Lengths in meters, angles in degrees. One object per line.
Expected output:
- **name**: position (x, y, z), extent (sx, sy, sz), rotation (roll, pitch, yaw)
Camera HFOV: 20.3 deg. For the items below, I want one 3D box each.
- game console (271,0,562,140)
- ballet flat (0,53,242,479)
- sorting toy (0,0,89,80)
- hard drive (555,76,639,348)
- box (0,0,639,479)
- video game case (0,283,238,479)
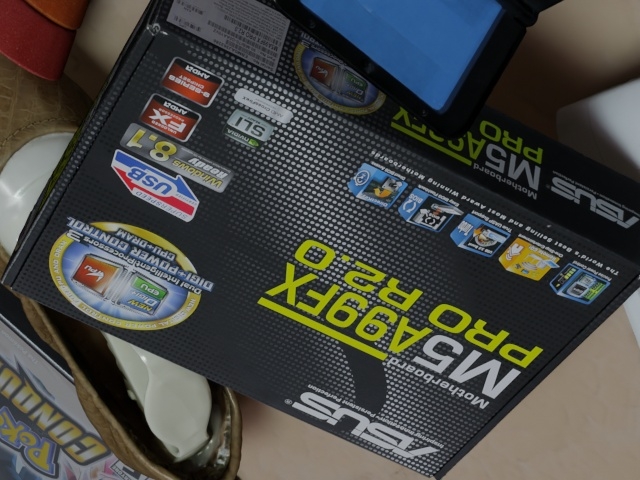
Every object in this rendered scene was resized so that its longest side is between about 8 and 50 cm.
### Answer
- **game console**: position (0.060, -0.114, 0.750), extent (0.107, 0.071, 0.122), rotation (-23, 134, 40)
- **ballet flat**: position (-0.129, 0.029, 1.063), extent (0.124, 0.116, 0.342), rotation (38, 155, 54)
- **sorting toy**: position (-0.060, -0.090, 1.012), extent (0.365, 0.127, 0.126), rotation (43, 100, -10)
- **hard drive**: position (0.249, 0.011, 0.798), extent (0.353, 0.047, 0.233), rotation (-17, 94, 66)
- **box**: position (0.000, 0.000, 0.911), extent (0.270, 0.060, 0.216), rotation (26, 135, -12)
- **video game case**: position (-0.229, 0.148, 1.275), extent (0.275, 0.035, 0.248), rotation (42, 130, -6)
